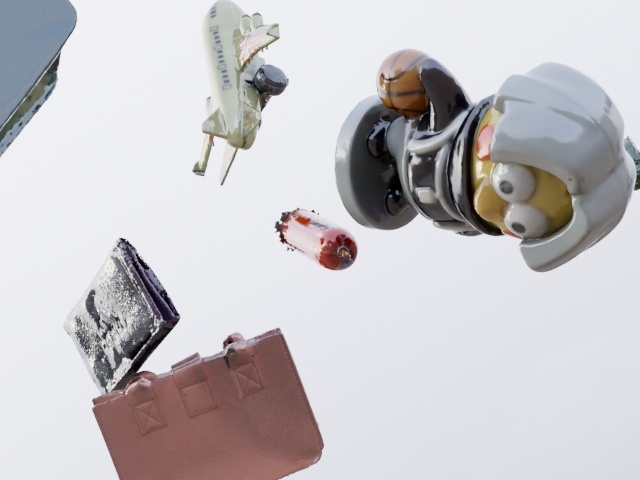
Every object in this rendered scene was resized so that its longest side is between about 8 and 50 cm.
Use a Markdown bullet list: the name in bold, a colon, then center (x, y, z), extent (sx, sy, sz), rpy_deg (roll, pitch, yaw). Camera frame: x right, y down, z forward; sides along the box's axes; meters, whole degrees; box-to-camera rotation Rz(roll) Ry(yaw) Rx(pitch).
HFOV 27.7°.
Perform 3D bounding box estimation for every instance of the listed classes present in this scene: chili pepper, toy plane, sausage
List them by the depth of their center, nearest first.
- **sausage**: center (0.000, 0.000, 1.171), extent (0.048, 0.145, 0.050), rpy_deg (-43, -72, -6)
- **chili pepper**: center (0.304, -0.077, 1.290), extent (0.035, 0.055, 0.118), rpy_deg (-2, 2, 2)
- **toy plane**: center (-0.093, -0.185, 1.459), extent (0.092, 0.244, 0.229), rpy_deg (17, -44, -19)

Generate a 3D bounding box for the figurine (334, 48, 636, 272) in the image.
- **figurine**: center (0.132, -0.069, 1.029), extent (0.133, 0.236, 0.176), rpy_deg (-44, -54, -34)

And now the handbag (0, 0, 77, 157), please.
- **handbag**: center (-0.409, -0.205, 1.198), extent (0.326, 0.238, 0.089), rpy_deg (30, -45, -6)

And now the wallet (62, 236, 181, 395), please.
- **wallet**: center (-0.212, 0.085, 1.363), extent (0.030, 0.111, 0.166), rpy_deg (-11, -28, -44)

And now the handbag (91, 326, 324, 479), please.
- **handbag**: center (-0.116, 0.192, 1.355), extent (0.212, 0.157, 0.059), rpy_deg (-21, 9, -3)
